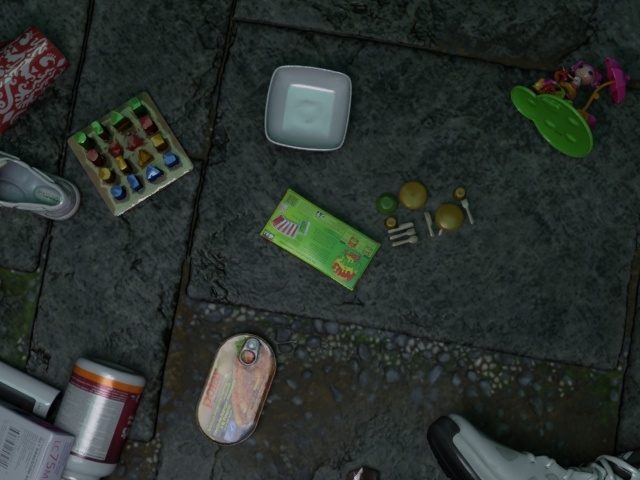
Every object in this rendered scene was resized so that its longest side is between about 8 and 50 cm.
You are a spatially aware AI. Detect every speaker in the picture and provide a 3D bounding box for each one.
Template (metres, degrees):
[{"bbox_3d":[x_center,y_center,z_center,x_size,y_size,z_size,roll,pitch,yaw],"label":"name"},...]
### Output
[{"bbox_3d":[-0.501,0.246,1.687,0.136,0.055,0.055,26,86,2],"label":"speaker"}]

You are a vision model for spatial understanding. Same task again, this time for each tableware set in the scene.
[{"bbox_3d":[0.177,-0.053,1.724,0.154,0.024,0.104,-17,82,0],"label":"tableware set"}]

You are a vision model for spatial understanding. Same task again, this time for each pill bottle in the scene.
[{"bbox_3d":[-0.374,0.308,1.646,0.121,0.121,0.221,19,86,2],"label":"pill bottle"}]

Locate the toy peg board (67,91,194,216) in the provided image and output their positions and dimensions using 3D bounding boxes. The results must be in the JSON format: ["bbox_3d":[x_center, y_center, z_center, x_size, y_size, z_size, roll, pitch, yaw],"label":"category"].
[{"bbox_3d":[-0.326,-0.151,1.708,0.161,0.079,0.160,-32,85,-2],"label":"toy peg board"}]

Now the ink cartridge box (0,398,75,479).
[{"bbox_3d":[-0.545,0.348,1.629,0.311,0.065,0.185,16,84,31],"label":"ink cartridge box"}]

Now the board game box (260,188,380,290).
[{"bbox_3d":[0.000,0.000,1.709,0.181,0.043,0.092,31,86,3],"label":"board game box"}]

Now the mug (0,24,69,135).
[{"bbox_3d":[-0.529,-0.287,1.708,0.169,0.113,0.150,-44,88,-6],"label":"mug"}]

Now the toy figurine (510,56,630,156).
[{"bbox_3d":[0.439,-0.251,1.711,0.159,0.130,0.173,-42,61,-16],"label":"toy figurine"}]

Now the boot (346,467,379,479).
[{"bbox_3d":[0.047,0.432,1.673,0.106,0.037,0.114,-2,88,-13],"label":"boot"}]

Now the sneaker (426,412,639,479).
[{"bbox_3d":[0.393,0.384,1.633,0.447,0.169,0.257,44,78,-4],"label":"sneaker"}]

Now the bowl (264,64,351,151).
[{"bbox_3d":[-0.021,-0.220,1.724,0.142,0.053,0.142,8,85,0],"label":"bowl"}]

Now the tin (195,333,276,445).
[{"bbox_3d":[-0.140,0.248,1.693,0.106,0.040,0.189,20,85,-2],"label":"tin"}]

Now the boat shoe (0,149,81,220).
[{"bbox_3d":[-0.542,-0.108,1.697,0.277,0.096,0.098,14,86,2],"label":"boat shoe"}]
